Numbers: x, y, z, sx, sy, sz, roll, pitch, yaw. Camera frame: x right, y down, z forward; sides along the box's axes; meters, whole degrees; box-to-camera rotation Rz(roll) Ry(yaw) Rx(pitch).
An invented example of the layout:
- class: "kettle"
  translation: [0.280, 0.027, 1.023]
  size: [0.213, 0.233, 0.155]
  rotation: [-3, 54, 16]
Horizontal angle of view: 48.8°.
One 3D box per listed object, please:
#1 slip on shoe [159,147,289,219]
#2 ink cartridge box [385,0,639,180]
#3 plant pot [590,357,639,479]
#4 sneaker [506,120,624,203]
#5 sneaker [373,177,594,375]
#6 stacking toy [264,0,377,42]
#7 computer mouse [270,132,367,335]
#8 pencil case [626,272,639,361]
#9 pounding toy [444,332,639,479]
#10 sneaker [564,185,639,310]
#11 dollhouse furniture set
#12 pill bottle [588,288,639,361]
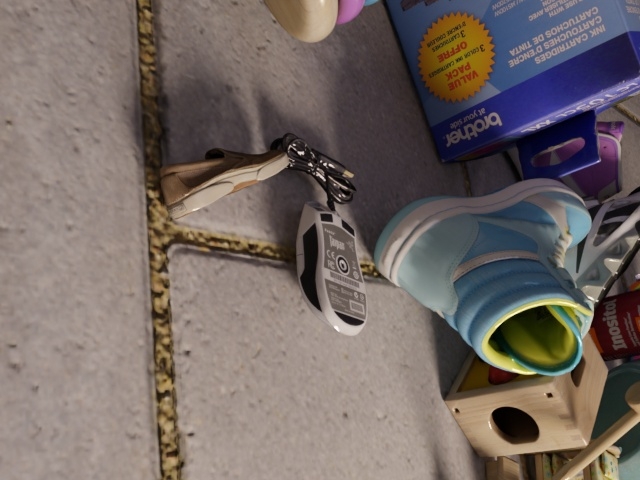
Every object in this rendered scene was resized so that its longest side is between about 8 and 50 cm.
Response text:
- class: "slip on shoe"
  translation: [-0.078, -0.059, 0.588]
  size: [0.135, 0.051, 0.041]
  rotation: [-31, 99, -43]
- class: "ink cartridge box"
  translation: [0.247, -0.269, 0.877]
  size: [0.151, 0.270, 0.396]
  rotation: [-17, 85, -49]
- class: "plant pot"
  translation: [0.445, 0.256, 0.885]
  size: [0.195, 0.290, 0.290]
  rotation: [27, 51, -12]
- class: "sneaker"
  translation: [0.346, -0.175, 1.031]
  size: [0.282, 0.161, 0.102]
  rotation: [56, 37, -15]
- class: "sneaker"
  translation: [0.229, 0.042, 0.747]
  size: [0.318, 0.127, 0.208]
  rotation: [-12, 45, -35]
- class: "stacking toy"
  translation: [0.095, -0.328, 0.710]
  size: [0.330, 0.141, 0.141]
  rotation: [-30, 97, -13]
- class: "computer mouse"
  translation: [0.000, 0.000, 0.656]
  size: [0.106, 0.042, 0.193]
  rotation: [27, 49, -45]
- class: "pencil case"
  translation: [0.564, 0.168, 1.172]
  size: [0.104, 0.104, 0.236]
  rotation: [39, 48, -31]
- class: "pounding toy"
  translation: [0.238, 0.153, 0.722]
  size: [0.094, 0.206, 0.181]
  rotation: [58, 41, -12]
- class: "sneaker"
  translation: [0.357, -0.010, 0.960]
  size: [0.146, 0.123, 0.330]
  rotation: [33, 48, 26]
- class: "dollhouse furniture set"
  translation: [0.263, 0.241, 0.792]
  size: [0.161, 0.101, 0.182]
  rotation: [30, 52, -37]
- class: "pill bottle"
  translation: [0.399, 0.119, 0.962]
  size: [0.086, 0.152, 0.086]
  rotation: [23, 57, -40]
